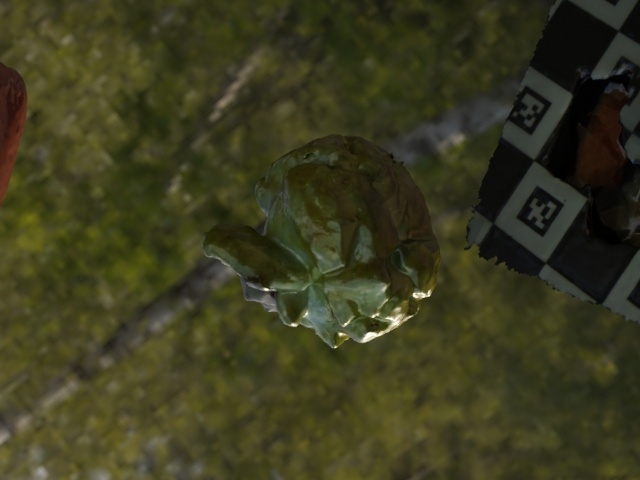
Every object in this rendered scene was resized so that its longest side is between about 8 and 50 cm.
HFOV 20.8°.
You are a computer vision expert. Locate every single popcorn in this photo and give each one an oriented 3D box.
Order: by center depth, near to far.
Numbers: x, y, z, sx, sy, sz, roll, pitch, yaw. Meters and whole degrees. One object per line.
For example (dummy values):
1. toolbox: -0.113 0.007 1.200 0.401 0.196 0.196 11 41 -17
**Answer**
1. popcorn: 0.000 0.000 1.525 0.198 0.213 0.198 56 159 34

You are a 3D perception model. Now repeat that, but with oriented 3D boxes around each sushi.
1. sushi: 0.219 -0.031 0.916 0.280 0.192 0.043 20 180 38

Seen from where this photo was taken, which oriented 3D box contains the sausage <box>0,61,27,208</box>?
1. sausage: -0.154 0.002 0.642 0.062 0.154 0.062 17 178 1
